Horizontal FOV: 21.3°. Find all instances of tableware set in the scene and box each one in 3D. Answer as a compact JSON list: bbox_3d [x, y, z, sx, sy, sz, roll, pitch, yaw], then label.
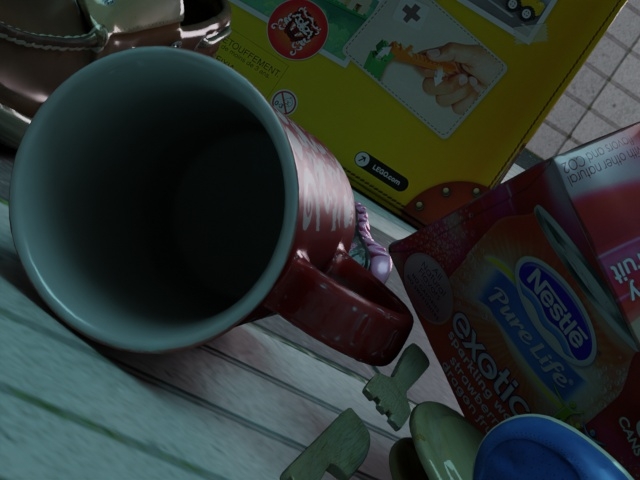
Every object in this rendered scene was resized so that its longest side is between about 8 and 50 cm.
[{"bbox_3d":[0.040,0.112,0.577,0.128,0.039,0.194,50,16,2],"label":"tableware set"}]

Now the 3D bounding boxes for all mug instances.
[{"bbox_3d":[-0.037,0.003,0.708,0.150,0.113,0.169,61,9,7],"label":"mug"}]

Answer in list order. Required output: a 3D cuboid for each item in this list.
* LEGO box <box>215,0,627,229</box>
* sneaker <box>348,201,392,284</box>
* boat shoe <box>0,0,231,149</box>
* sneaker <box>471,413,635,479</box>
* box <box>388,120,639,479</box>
[{"bbox_3d":[0.004,-0.289,1.420,0.500,0.372,0.193,32,10,-16],"label":"LEGO box"},{"bbox_3d":[0.000,0.000,0.997,0.057,0.047,0.119,18,14,-21],"label":"sneaker"},{"bbox_3d":[-0.135,-0.118,0.878,0.123,0.116,0.324,36,10,11],"label":"boat shoe"},{"bbox_3d":[0.072,0.102,0.504,0.084,0.058,0.152,44,22,-47],"label":"sneaker"},{"bbox_3d":[0.176,0.003,0.730,0.257,0.122,0.128,-22,86,-34],"label":"box"}]
